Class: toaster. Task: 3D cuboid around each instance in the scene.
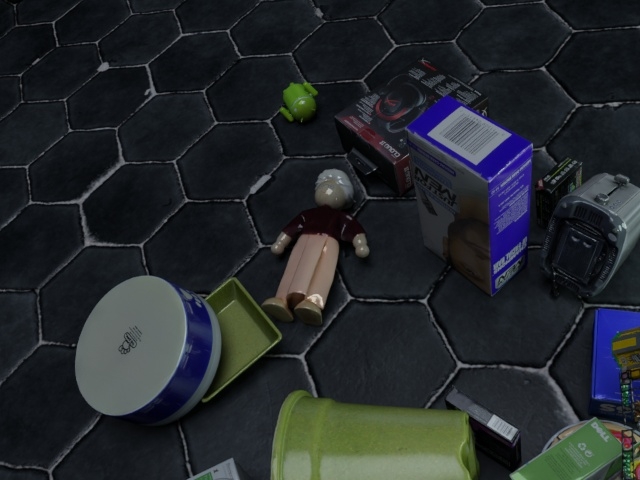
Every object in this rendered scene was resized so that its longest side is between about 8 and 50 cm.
[{"bbox_3d":[0.479,-0.007,1.165,0.129,0.227,0.146,33,51,32],"label":"toaster"}]

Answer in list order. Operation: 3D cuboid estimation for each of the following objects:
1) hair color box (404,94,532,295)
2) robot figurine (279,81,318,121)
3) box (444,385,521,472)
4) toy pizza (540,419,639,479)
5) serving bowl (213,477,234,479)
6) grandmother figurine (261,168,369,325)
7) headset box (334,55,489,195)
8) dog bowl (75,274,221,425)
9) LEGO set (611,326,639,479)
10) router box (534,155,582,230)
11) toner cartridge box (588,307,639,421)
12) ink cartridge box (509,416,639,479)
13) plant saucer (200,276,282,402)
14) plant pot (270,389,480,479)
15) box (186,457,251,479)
[{"bbox_3d":[0.263,-0.068,1.171,0.110,0.339,0.185,-40,54,-13],"label":"hair color box"},{"bbox_3d":[-0.050,-0.337,1.633,0.101,0.067,0.115,-42,50,18],"label":"robot figurine"},{"bbox_3d":[0.251,0.292,1.022,0.116,0.162,0.029,29,70,32],"label":"box"},{"bbox_3d":[0.430,0.363,1.001,0.201,0.032,0.201,-8,53,10],"label":"toy pizza"},{"bbox_3d":[-0.153,0.399,1.010,0.083,0.027,0.083,-7,54,10],"label":"serving bowl"},{"bbox_3d":[0.000,0.000,1.352,0.207,0.104,0.342,9,60,11],"label":"grandmother figurine"},{"bbox_3d":[0.190,-0.250,1.473,0.293,0.110,0.218,-36,53,-12],"label":"headset box"},{"bbox_3d":[-0.321,0.202,1.239,0.264,0.104,0.265,-12,62,24],"label":"dog bowl"},{"bbox_3d":[0.514,0.245,0.830,0.192,0.255,0.331,-33,30,51],"label":"LEGO set"},{"bbox_3d":[0.454,-0.087,1.270,0.092,0.122,0.038,-40,50,-15],"label":"router box"},{"bbox_3d":[0.606,0.212,1.036,0.347,0.075,0.165,6,58,20],"label":"toner cartridge box"},{"bbox_3d":[0.371,0.321,0.957,0.209,0.109,0.062,-31,53,-9],"label":"ink cartridge box"},{"bbox_3d":[-0.186,0.193,1.284,0.188,0.045,0.188,-39,54,-7],"label":"plant saucer"},{"bbox_3d":[0.094,0.342,0.947,0.253,0.276,0.276,-8,53,14],"label":"plant pot"},{"bbox_3d":[-0.150,0.426,1.072,0.087,0.102,0.101,-25,51,-6],"label":"box"}]
